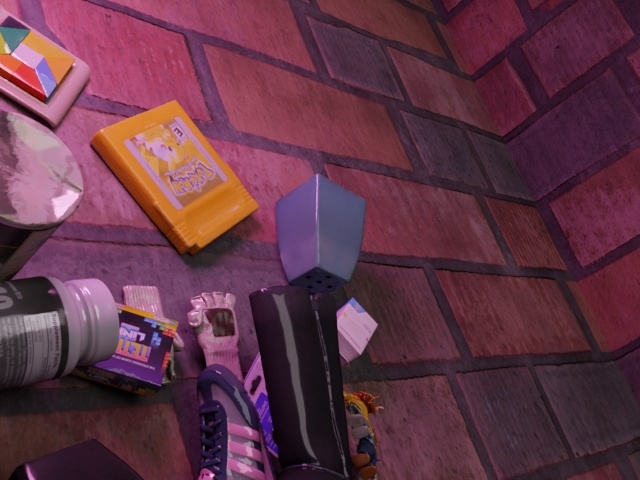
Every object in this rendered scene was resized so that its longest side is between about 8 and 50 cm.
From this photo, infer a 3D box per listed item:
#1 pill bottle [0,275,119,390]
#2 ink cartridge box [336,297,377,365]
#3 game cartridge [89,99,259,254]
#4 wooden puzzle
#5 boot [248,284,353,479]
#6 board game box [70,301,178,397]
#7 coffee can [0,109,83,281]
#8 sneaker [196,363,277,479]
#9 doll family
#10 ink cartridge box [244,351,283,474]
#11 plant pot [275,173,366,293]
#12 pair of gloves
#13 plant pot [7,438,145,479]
[{"bbox_3d":[-0.460,0.139,1.139,0.283,0.161,0.161,-8,66,-43],"label":"pill bottle"},{"bbox_3d":[0.051,0.219,1.759,0.092,0.090,0.143,49,36,-6],"label":"ink cartridge box"},{"bbox_3d":[-0.310,-0.144,1.695,0.323,0.053,0.285,50,35,-2],"label":"game cartridge"},{"bbox_3d":[-0.599,-0.366,1.559,0.239,0.044,0.221,37,37,-22],"label":"wooden puzzle"},{"bbox_3d":[-0.054,0.288,1.285,0.367,0.146,0.445,34,48,-65],"label":"boot"},{"bbox_3d":[-0.346,0.181,1.324,0.170,0.048,0.141,19,43,-14],"label":"board game box"},{"bbox_3d":[-0.517,-0.038,1.160,0.201,0.275,0.201,30,40,-29],"label":"coffee can"},{"bbox_3d":[-0.167,0.375,1.326,0.131,0.112,0.319,-10,75,-49],"label":"sneaker"},{"bbox_3d":[0.082,0.400,1.543,0.163,0.118,0.263,-63,137,-84],"label":"doll family"},{"bbox_3d":[-0.085,0.345,1.528,0.208,0.045,0.206,46,34,-12],"label":"ink cartridge box"},{"bbox_3d":[0.000,0.000,1.836,0.165,0.166,0.234,26,49,-33],"label":"plant pot"},{"bbox_3d":[-0.258,0.178,1.447,0.240,0.042,0.204,10,52,-30],"label":"pair of gloves"},{"bbox_3d":[-0.352,0.393,1.070,0.188,0.187,0.167,-8,55,-52],"label":"plant pot"}]
